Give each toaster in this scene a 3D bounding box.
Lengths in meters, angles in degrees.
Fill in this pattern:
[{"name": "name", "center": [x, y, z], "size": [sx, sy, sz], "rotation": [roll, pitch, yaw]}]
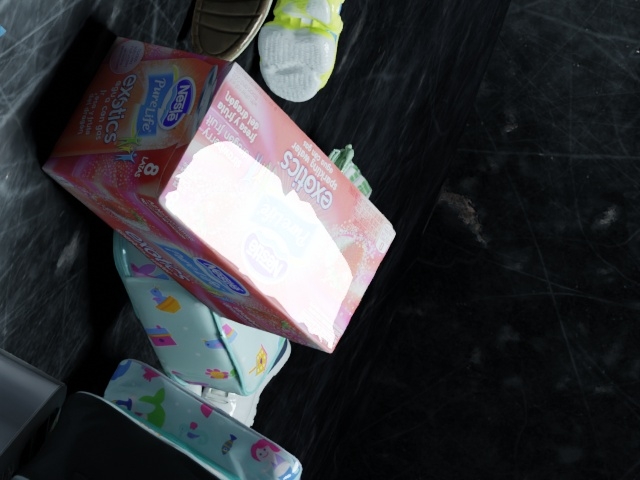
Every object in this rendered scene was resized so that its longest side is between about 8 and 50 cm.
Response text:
[{"name": "toaster", "center": [-0.301, 0.182, 1.508], "size": [0.168, 0.110, 0.186], "rotation": [-54, 165, -49]}]

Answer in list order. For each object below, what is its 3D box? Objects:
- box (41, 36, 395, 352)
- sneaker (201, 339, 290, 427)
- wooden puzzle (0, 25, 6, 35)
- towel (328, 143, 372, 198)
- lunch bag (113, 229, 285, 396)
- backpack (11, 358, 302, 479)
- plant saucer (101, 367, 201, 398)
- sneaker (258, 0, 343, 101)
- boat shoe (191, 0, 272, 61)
[{"name": "box", "center": [-0.083, -0.036, 1.636], "size": [0.300, 0.154, 0.142], "rotation": [44, 68, -48]}, {"name": "sneaker", "center": [-0.123, 0.191, 2.556], "size": [0.095, 0.090, 0.235], "rotation": [80, 31, -51]}, {"name": "wooden puzzle", "center": [-0.258, -0.113, 1.299], "size": [0.116, 0.014, 0.078], "rotation": [-63, 170, -14]}, {"name": "towel", "center": [0.000, 0.000, 2.559], "size": [0.248, 0.038, 0.325], "rotation": [-64, 172, -4]}, {"name": "lunch bag", "center": [-0.107, 0.011, 1.888], "size": [0.279, 0.108, 0.224], "rotation": [71, 32, -47]}, {"name": "backpack", "center": [-0.137, 0.234, 1.523], "size": [0.191, 0.225, 0.253], "rotation": [-54, 170, -30]}, {"name": "plant saucer", "center": [-0.264, 0.299, 1.996], "size": [0.400, 0.100, 0.400], "rotation": [-61, 168, -22]}, {"name": "sneaker", "center": [-0.001, -0.270, 2.023], "size": [0.126, 0.091, 0.240], "rotation": [-56, 166, -44]}, {"name": "boat shoe", "center": [-0.071, -0.259, 1.779], "size": [0.072, 0.068, 0.190], "rotation": [-100, -146, -87]}]
